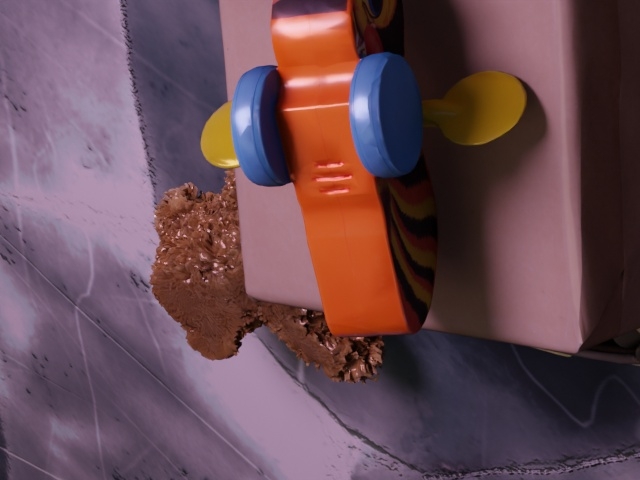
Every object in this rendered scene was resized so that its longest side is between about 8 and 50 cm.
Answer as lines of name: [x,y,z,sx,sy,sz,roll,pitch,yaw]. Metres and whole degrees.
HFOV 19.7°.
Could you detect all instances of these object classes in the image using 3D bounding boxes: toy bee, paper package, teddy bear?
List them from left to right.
teddy bear: [0.000,0.000,1.557,0.245,0.113,0.338,45,138,-4]
toy bee: [0.026,-0.100,1.074,0.195,0.162,0.298,15,129,12]
paper package: [0.094,-0.101,1.210,0.325,0.168,0.309,8,108,48]

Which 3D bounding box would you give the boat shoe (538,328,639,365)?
boat shoe: [0.230,0.042,1.295,0.305,0.091,0.109,6,132,55]
